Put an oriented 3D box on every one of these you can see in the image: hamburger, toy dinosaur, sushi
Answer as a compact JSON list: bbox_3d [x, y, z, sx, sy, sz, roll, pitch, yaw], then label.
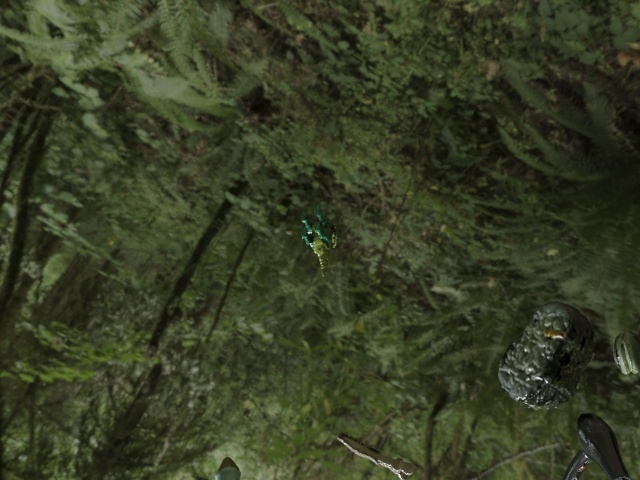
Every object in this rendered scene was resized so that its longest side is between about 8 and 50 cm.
[{"bbox_3d":[0.997,0.368,1.920,0.062,0.133,0.140,-16,136,38],"label":"hamburger"},{"bbox_3d":[0.000,0.000,1.916,0.094,0.259,0.153,-25,126,27],"label":"toy dinosaur"},{"bbox_3d":[0.710,0.363,1.836,0.170,0.350,0.211,31,177,-28],"label":"sushi"}]

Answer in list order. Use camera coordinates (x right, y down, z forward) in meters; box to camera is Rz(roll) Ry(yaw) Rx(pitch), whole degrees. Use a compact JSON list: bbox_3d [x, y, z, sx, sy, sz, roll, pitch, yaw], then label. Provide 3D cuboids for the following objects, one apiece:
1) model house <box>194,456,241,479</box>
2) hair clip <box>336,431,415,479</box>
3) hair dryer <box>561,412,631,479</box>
[{"bbox_3d":[-0.222,0.627,1.305,0.253,0.291,0.184,36,120,-28],"label":"model house"},{"bbox_3d":[0.146,0.585,1.601,0.225,0.034,0.072,20,140,19],"label":"hair clip"},{"bbox_3d":[0.691,0.611,1.533,0.091,0.272,0.236,16,-157,-5],"label":"hair dryer"}]
